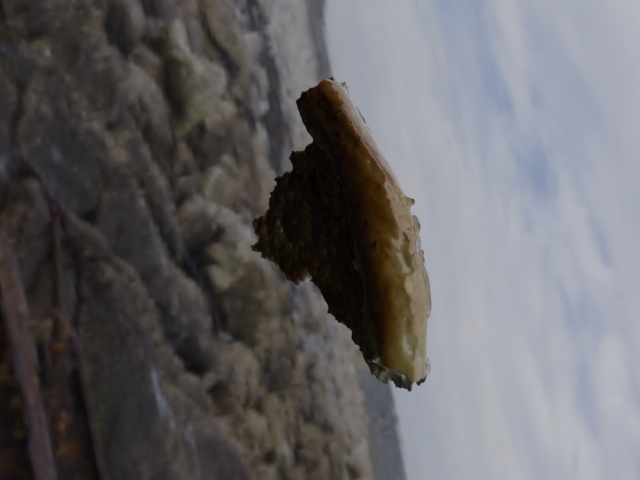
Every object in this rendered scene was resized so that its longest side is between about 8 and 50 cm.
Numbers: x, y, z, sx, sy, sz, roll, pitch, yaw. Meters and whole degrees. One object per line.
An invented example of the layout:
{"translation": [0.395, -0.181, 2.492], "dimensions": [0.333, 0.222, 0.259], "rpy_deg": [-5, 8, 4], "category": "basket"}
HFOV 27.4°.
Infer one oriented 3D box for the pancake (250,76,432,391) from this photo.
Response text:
{"translation": [0.000, 0.000, 1.098], "dimensions": [0.244, 0.057, 0.266], "rpy_deg": [-15, -100, 55], "category": "pancake"}
